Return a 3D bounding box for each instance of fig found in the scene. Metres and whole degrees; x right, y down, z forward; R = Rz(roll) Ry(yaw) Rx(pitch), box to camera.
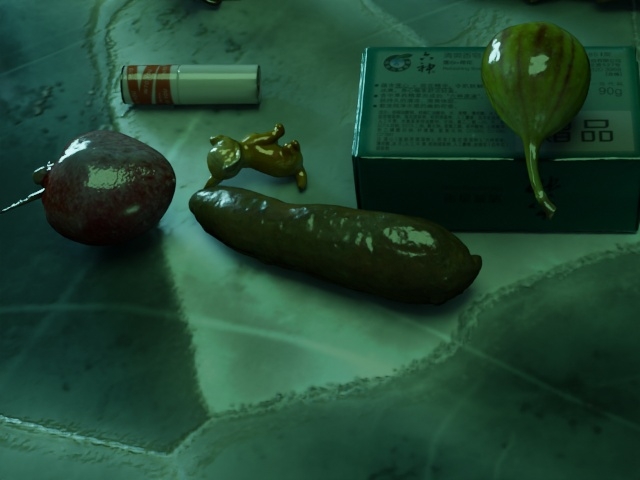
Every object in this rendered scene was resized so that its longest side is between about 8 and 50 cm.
[{"bbox_3d":[0.184,-0.108,1.217,0.093,0.093,0.166,-10,46,-4],"label":"fig"}]

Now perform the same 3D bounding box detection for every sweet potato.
[{"bbox_3d":[0.000,0.000,1.274,0.273,0.075,0.075,12,48,22],"label":"sweet potato"}]

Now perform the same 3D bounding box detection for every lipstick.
[{"bbox_3d":[-0.122,-0.148,1.444,0.130,0.038,0.038,1,46,6],"label":"lipstick"}]

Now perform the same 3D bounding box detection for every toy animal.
[{"bbox_3d":[-0.062,-0.066,1.358,0.083,0.060,0.081,-29,87,-21],"label":"toy animal"}]

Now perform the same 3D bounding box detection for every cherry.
[{"bbox_3d":[-0.229,-0.045,1.327,0.225,0.090,0.107,-1,57,17],"label":"cherry"}]

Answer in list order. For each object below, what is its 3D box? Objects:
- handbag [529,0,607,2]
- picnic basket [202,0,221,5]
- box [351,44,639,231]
[{"bbox_3d":[0.329,-0.352,1.549,0.400,0.133,0.283,8,53,13],"label":"handbag"},{"bbox_3d":[-0.097,-0.300,1.518,0.128,0.138,0.178,-28,48,-16],"label":"picnic basket"},{"bbox_3d":[0.155,-0.091,1.327,0.244,0.092,0.153,1,47,7],"label":"box"}]
